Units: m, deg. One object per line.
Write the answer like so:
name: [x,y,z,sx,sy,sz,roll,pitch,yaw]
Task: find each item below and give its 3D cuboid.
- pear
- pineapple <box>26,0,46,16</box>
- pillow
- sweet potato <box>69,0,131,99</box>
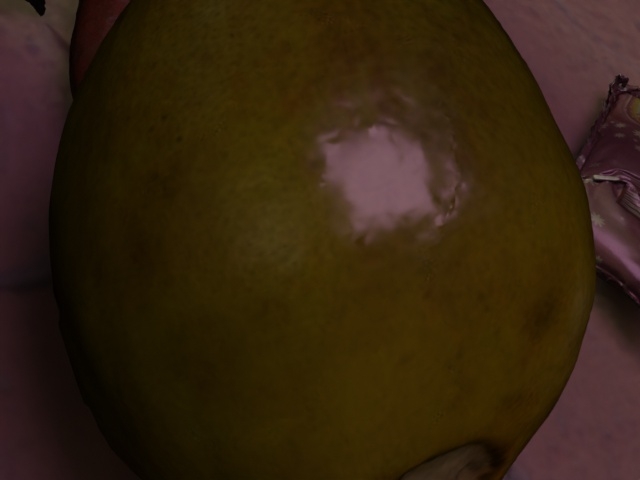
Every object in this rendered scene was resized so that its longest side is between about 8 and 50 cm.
pear: [0.000,0.000,0.744,0.269,0.269,0.321,3,68,-31]
pineapple: [-0.228,-0.205,0.825,0.251,0.125,0.125,21,52,-21]
pillow: [0.207,-0.026,1.035,0.118,0.043,0.185,37,45,2]
sweet potato: [-0.106,-0.147,0.894,0.058,0.078,0.255,7,67,-7]
